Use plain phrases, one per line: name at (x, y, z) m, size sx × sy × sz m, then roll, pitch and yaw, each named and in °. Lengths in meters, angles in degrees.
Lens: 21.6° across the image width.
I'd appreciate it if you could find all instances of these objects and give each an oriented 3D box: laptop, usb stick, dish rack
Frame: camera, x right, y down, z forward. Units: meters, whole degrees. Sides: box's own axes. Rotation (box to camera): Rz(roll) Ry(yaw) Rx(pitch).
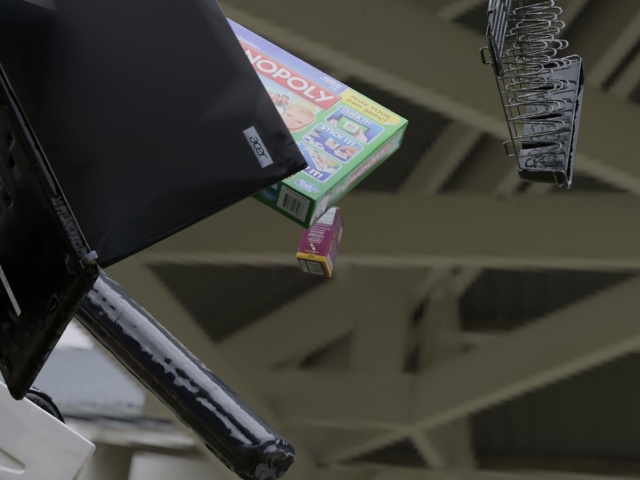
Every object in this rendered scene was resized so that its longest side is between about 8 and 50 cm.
laptop at (-0.168, -0.058, 1.220) m, size 0.137 × 0.234 × 0.264 m, roll -9°, pitch -31°, yaw -37°
usb stick at (-0.128, 0.101, 1.383) m, size 0.278 × 0.045 × 0.077 m, roll 40°, pitch 8°, yaw 27°
dish rack at (0.254, -0.217, 2.010) m, size 0.074 × 0.208 × 0.271 m, roll -3°, pitch -42°, yaw 18°

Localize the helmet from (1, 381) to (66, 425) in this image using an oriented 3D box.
helmet at (-0.410, 0.261, 2.091) m, size 0.169 × 0.169 × 0.161 m, roll 26°, pitch -34°, yaw -37°

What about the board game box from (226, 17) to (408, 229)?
board game box at (-0.087, -0.152, 1.905) m, size 0.317 × 0.213 × 0.046 m, roll 30°, pitch -48°, yaw 15°

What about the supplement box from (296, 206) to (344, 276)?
supplement box at (0.000, 0.000, 2.275) m, size 0.043 × 0.083 × 0.055 m, roll 9°, pitch -24°, yaw 14°

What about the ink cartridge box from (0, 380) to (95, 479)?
ink cartridge box at (-0.337, 0.203, 1.743) m, size 0.148 × 0.086 × 0.203 m, roll 37°, pitch -17°, yaw -19°
